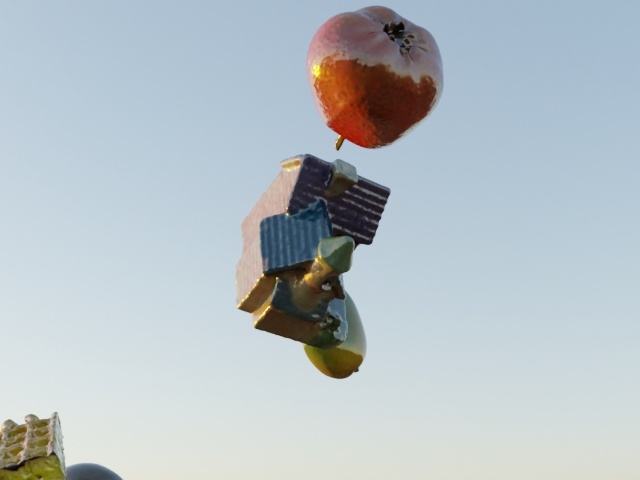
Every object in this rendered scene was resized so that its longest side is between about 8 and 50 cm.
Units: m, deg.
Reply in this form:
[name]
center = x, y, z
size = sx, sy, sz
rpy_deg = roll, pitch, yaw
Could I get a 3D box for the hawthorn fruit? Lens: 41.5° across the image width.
[hawthorn fruit]
center = 0.065, -0.207, 1.177
size = 0.197, 0.196, 0.225
rpy_deg = 7, -40, -20

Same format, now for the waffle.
[waffle]
center = -0.451, 0.311, 1.212
size = 0.161, 0.055, 0.211
rpy_deg = -18, 14, -15

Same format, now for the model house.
[model house]
center = 0.000, 0.000, 1.585
size = 0.245, 0.312, 0.280
rpy_deg = 23, -53, -25

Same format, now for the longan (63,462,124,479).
[longan]
center = -0.526, 0.597, 1.899
size = 0.220, 0.196, 0.196
rpy_deg = 3, -14, 34

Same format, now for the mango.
[mango]
center = 0.023, 0.196, 1.913
size = 0.157, 0.251, 0.114
rpy_deg = 6, -43, -23
